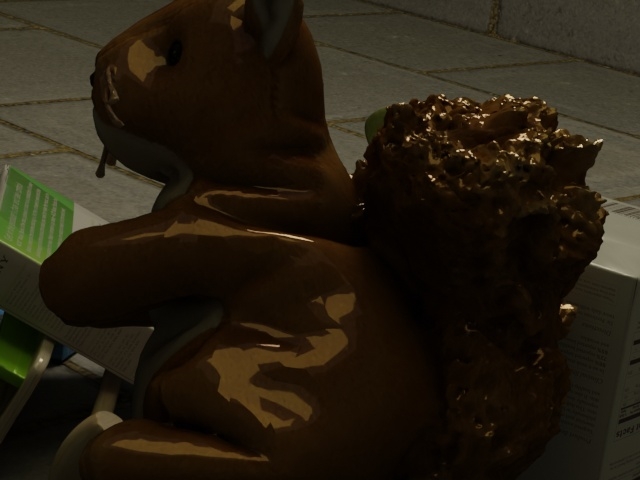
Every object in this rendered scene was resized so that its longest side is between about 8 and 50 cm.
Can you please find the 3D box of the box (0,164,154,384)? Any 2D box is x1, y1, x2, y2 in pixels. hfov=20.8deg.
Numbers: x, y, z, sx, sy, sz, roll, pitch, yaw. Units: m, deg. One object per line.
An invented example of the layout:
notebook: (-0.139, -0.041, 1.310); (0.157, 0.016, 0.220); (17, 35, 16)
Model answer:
box: (-0.158, 0.062, 1.536); (0.322, 0.058, 0.232); (33, 11, -14)

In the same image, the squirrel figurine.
squirrel figurine: (0.000, 0.000, 1.240); (0.397, 0.370, 0.281); (-3, -14, 2)

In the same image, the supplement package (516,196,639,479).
supplement package: (0.189, 0.111, 1.389); (0.199, 0.262, 0.198); (19, 20, 34)

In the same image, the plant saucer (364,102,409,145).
plant saucer: (0.170, -0.106, 2.314); (0.241, 0.037, 0.241); (15, -21, 6)

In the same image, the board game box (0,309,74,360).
board game box: (-0.319, 0.060, 1.739); (0.212, 0.039, 0.160); (12, 17, 15)

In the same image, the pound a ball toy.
pound a ball toy: (-0.273, 0.113, 1.483); (0.208, 0.135, 0.319); (32, 12, -12)
